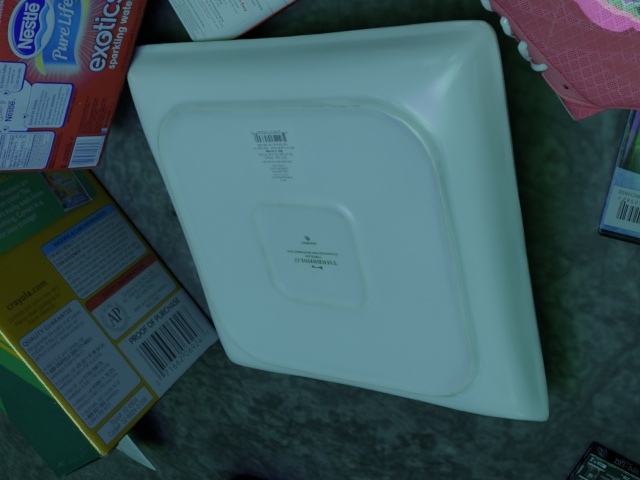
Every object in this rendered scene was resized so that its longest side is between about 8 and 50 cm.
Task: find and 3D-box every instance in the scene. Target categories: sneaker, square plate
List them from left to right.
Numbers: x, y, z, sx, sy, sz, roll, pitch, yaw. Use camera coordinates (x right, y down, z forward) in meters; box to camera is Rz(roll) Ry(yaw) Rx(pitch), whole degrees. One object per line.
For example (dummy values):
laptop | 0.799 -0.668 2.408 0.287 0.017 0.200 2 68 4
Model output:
square plate | 0.000 0.000 0.696 0.347 0.049 0.344 5 124 33
sneaker | 0.157 -0.147 0.530 0.314 0.116 0.136 30 129 21

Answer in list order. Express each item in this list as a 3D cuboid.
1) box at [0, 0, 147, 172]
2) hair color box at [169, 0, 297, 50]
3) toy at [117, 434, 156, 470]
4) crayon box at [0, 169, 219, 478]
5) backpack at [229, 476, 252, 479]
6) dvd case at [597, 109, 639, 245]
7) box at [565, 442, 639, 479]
box | -0.233 -0.189 0.683 0.122 0.128 0.256 53 133 32
hair color box | -0.053 -0.210 0.659 0.141 0.043 0.072 -22 105 34
toy | -0.268 0.154 0.937 0.137 0.056 0.237 12 143 40
crayon box | -0.265 0.032 0.793 0.083 0.203 0.323 -31 99 35
backpack | -0.059 0.337 0.894 0.182 0.152 0.115 16 113 32
dvd case | 0.307 -0.093 0.559 0.180 0.022 0.253 15 121 17
box | 0.268 0.227 0.749 0.083 0.018 0.067 26 124 12
